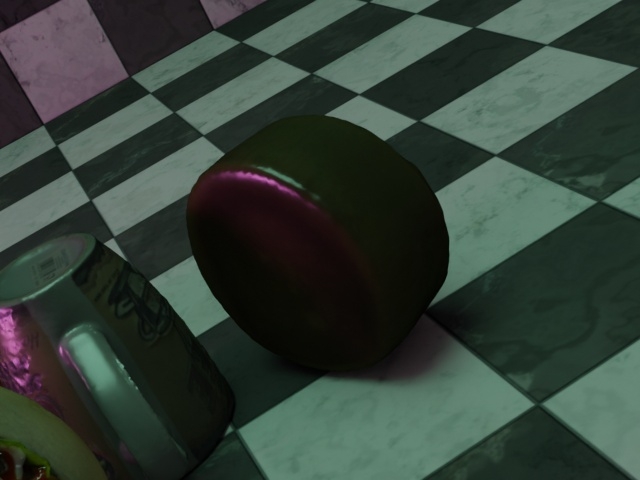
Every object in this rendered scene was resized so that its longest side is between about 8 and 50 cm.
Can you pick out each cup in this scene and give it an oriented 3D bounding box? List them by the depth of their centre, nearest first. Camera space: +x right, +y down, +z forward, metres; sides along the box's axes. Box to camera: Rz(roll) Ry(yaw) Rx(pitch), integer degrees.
[{"bbox_3d":[-0.237,0.144,1.175,0.227,0.257,0.301,-35,28,-12],"label":"cup"}]

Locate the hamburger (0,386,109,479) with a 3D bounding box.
[{"bbox_3d":[-0.327,0.267,0.982,0.300,0.300,0.176,-14,21,25],"label":"hamburger"}]

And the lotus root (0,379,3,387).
[{"bbox_3d":[-0.441,0.167,1.421,0.291,0.193,0.193,-19,26,17],"label":"lotus root"}]

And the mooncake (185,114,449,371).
[{"bbox_3d":[0.000,0.000,1.192,0.284,0.284,0.155,-1,35,43],"label":"mooncake"}]
